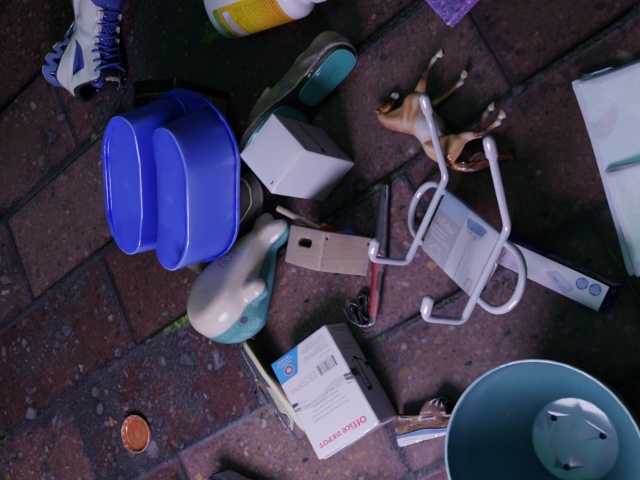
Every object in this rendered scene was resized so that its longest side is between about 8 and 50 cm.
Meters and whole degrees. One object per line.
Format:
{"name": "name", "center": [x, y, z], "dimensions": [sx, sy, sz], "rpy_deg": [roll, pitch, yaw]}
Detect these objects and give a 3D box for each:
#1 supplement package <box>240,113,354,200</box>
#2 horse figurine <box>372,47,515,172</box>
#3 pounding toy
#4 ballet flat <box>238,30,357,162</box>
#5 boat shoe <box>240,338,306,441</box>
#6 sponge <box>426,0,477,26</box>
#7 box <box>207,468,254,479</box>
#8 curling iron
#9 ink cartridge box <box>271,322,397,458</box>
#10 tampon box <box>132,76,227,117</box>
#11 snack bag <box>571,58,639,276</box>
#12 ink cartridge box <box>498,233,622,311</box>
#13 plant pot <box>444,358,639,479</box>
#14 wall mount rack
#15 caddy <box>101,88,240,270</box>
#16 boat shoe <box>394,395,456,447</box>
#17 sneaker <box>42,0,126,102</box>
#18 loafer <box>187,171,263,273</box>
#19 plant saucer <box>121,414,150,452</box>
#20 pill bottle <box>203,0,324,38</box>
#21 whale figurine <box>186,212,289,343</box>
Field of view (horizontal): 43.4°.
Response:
{"name": "supplement package", "center": [-0.040, -0.150, 1.491], "dimensions": [0.105, 0.179, 0.105], "rpy_deg": [-49, 66, 20]}
{"name": "horse figurine", "center": [0.216, -0.207, 1.406], "dimensions": [0.174, 0.066, 0.263], "rpy_deg": [-46, 64, 17]}
{"name": "pounding toy", "center": [0.000, 0.000, 1.478], "dimensions": [0.141, 0.130, 0.100], "rpy_deg": [13, 95, 54]}
{"name": "ballet flat", "center": [-0.054, -0.281, 1.568], "dimensions": [0.316, 0.107, 0.106], "rpy_deg": [-42, 47, 17]}
{"name": "boat shoe", "center": [-0.093, 0.292, 1.561], "dimensions": [0.073, 0.080, 0.223], "rpy_deg": [-46, 70, 16]}
{"name": "sponge", "center": [0.213, -0.493, 1.441], "dimensions": [0.117, 0.031, 0.210], "rpy_deg": [-45, 67, 22]}
{"name": "box", "center": [-0.115, 0.638, 1.564], "dimensions": [0.293, 0.073, 0.295], "rpy_deg": [16, 97, 32]}
{"name": "curling iron", "center": [0.095, 0.031, 1.484], "dimensions": [0.068, 0.035, 0.274], "rpy_deg": [12, 94, 31]}
{"name": "ink cartridge box", "center": [0.024, 0.277, 1.486], "dimensions": [0.148, 0.086, 0.203], "rpy_deg": [-38, 70, 25]}
{"name": "tampon box", "center": [-0.289, -0.268, 1.660], "dimensions": [0.120, 0.161, 0.101], "rpy_deg": [2, 89, 33]}
{"name": "snack bag", "center": [0.575, -0.147, 1.200], "dimensions": [0.323, 0.037, 0.342], "rpy_deg": [-18, 78, 30]}
{"name": "ink cartridge box", "center": [0.365, 0.046, 1.282], "dimensions": [0.207, 0.097, 0.046], "rpy_deg": [27, 103, 29]}
{"name": "plant pot", "center": [0.359, 0.317, 1.215], "dimensions": [0.290, 0.195, 0.290], "rpy_deg": [-2, 86, 31]}
{"name": "wall mount rack", "center": [0.202, -0.048, 1.276], "dimensions": [0.350, 0.130, 0.304], "rpy_deg": [51, 126, 55]}
{"name": "caddy", "center": [-0.268, -0.109, 1.517], "dimensions": [0.241, 0.179, 0.341], "rpy_deg": [18, 118, 30]}
{"name": "boat shoe", "center": [0.202, 0.305, 1.387], "dimensions": [0.183, 0.066, 0.066], "rpy_deg": [-25, 74, 28]}
{"name": "sneaker", "center": [-0.496, -0.441, 1.829], "dimensions": [0.182, 0.127, 0.315], "rpy_deg": [44, 116, 21]}
{"name": "loafer", "center": [-0.207, -0.031, 1.641], "dimensions": [0.094, 0.087, 0.251], "rpy_deg": [43, 109, 26]}
{"name": "plant saucer", "center": [-0.408, 0.429, 1.785], "dimensions": [0.083, 0.013, 0.083], "rpy_deg": [-2, 86, 32]}
{"name": "pill bottle", "center": [-0.094, -0.488, 1.567], "dimensions": [0.246, 0.136, 0.136], "rpy_deg": [-8, 83, 31]}
{"name": "whale figurine", "center": [-0.141, 0.080, 1.584], "dimensions": [0.272, 0.141, 0.216], "rpy_deg": [-56, 30, -7]}
